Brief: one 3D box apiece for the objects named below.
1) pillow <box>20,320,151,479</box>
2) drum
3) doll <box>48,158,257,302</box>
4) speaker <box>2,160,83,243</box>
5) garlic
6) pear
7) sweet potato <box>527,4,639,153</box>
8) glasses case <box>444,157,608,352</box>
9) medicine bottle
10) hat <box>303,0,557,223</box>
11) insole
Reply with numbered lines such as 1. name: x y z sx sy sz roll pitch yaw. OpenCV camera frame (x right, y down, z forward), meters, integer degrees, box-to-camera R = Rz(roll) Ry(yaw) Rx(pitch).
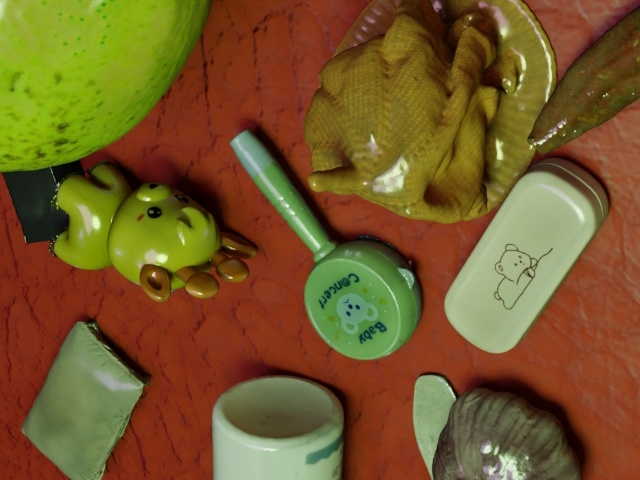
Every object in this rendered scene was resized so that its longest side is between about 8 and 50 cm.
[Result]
1. pillow: -0.277 0.195 1.658 0.119 0.053 0.208 37 124 11
2. drum: -0.009 0.014 1.393 0.253 0.049 0.130 41 128 10
3. doll: -0.174 0.003 1.448 0.221 0.143 0.135 25 123 30
4. speaker: -0.313 -0.108 1.539 0.082 0.044 0.218 -7 108 36
5. garlic: 0.172 0.220 1.340 0.147 0.102 0.159 -6 109 33
6. pear: -0.266 -0.255 1.233 0.391 0.391 0.391 15 120 27
7. sweet potato: 0.252 -0.156 1.125 0.255 0.078 0.058 -53 39 47
8. glasses case: 0.180 0.016 1.268 0.083 0.050 0.196 35 127 12
9. medicine bottle: -0.043 0.270 1.487 0.139 0.139 0.237 14 120 28
10. hat: 0.043 -0.086 1.192 0.244 0.233 0.233 6 114 30
11. insole: 0.129 0.220 1.428 0.063 0.010 0.192 -5 109 35
